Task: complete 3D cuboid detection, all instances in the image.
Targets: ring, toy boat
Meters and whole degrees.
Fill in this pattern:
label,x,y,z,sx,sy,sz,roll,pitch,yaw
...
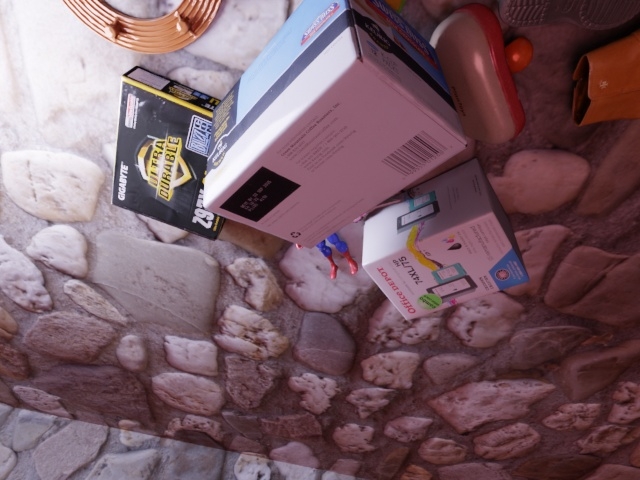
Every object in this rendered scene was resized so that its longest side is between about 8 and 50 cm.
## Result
label,x,y,z,sx,sy,sz,roll,pitch,yaw
ring,-0.321,-0.478,0.708,0.337,0.032,0.336,4,131,5
toy boat,0.289,-0.288,0.728,0.151,0.151,0.231,-38,121,-2

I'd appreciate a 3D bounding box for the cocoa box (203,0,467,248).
label,x,y,z,sx,sy,sz,roll,pitch,yaw
cocoa box,0.003,-0.184,0.690,0.231,0.228,0.347,22,139,-36

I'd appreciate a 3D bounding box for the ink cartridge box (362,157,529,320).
label,x,y,z,sx,sy,sz,roll,pitch,yaw
ink cartridge box,0.254,0.004,0.920,0.270,0.197,0.198,-25,122,27

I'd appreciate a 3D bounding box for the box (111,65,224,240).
label,x,y,z,sx,sy,sz,roll,pitch,yaw
box,-0.304,-0.170,0.937,0.257,0.079,0.322,20,130,-11

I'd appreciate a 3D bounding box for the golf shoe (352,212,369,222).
label,x,y,z,sx,sy,sz,roll,pitch,yaw
golf shoe,0.099,-0.114,0.929,0.086,0.067,0.186,35,127,-18

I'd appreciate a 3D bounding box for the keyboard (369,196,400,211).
label,x,y,z,sx,sy,sz,roll,pitch,yaw
keyboard,0.054,-0.091,0.847,0.072,0.256,0.014,-22,112,-20

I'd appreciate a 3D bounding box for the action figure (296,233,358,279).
label,x,y,z,sx,sy,sz,roll,pitch,yaw
action figure,0.000,0.000,1.001,0.091,0.139,0.280,-17,123,20

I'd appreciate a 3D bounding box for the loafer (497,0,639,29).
label,x,y,z,sx,sy,sz,roll,pitch,yaw
loafer,0.380,-0.381,0.647,0.251,0.087,0.094,-4,149,-10

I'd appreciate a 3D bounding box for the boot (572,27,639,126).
label,x,y,z,sx,sy,sz,roll,pitch,yaw
boot,0.519,-0.312,0.663,0.211,0.104,0.295,-10,137,3

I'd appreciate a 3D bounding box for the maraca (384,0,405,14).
label,x,y,z,sx,sy,sz,roll,pitch,yaw
maraca,0.071,-0.384,0.686,0.127,0.099,0.185,27,140,11
